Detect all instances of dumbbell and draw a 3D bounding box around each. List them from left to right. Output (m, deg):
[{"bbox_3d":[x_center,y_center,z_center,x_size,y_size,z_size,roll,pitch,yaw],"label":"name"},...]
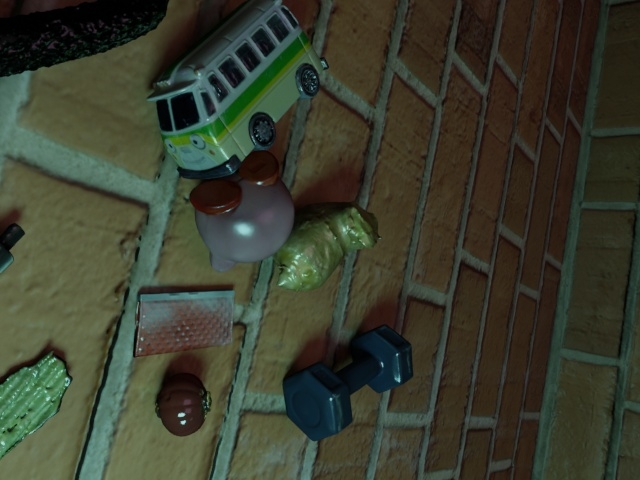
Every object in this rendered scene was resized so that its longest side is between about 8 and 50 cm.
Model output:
[{"bbox_3d":[0.069,0.300,1.239,0.316,0.143,0.156,-19,107,-48],"label":"dumbbell"}]

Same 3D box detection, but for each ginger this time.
[{"bbox_3d":[0.000,0.000,1.130,0.267,0.152,0.138,-36,120,-20],"label":"ginger"}]

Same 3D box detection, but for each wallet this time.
[{"bbox_3d":[-0.226,0.137,0.965,0.196,0.020,0.103,2,92,-51],"label":"wallet"}]

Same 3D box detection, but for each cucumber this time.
[{"bbox_3d":[-0.316,-0.288,0.773,0.300,0.072,0.072,-37,121,-42],"label":"cucumber"}]

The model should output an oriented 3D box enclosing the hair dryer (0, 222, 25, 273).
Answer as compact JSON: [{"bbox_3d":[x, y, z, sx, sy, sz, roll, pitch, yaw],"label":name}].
[{"bbox_3d":[-0.494,0.055,0.608,0.320,0.155,0.284,63,27,-49],"label":"hair dryer"}]

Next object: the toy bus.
[{"bbox_3d":[-0.139,-0.255,0.935,0.305,0.143,0.179,-55,129,-30],"label":"toy bus"}]

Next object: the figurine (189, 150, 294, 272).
[{"bbox_3d":[-0.125,-0.042,0.956,0.173,0.173,0.173,-7,99,-50],"label":"figurine"}]

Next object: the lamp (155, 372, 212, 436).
[{"bbox_3d":[-0.223,0.266,0.928,0.101,0.090,0.101,-6,90,-88],"label":"lamp"}]

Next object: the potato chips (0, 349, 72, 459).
[{"bbox_3d":[-0.412,0.238,0.744,0.207,0.028,0.092,-50,127,-37],"label":"potato chips"}]
